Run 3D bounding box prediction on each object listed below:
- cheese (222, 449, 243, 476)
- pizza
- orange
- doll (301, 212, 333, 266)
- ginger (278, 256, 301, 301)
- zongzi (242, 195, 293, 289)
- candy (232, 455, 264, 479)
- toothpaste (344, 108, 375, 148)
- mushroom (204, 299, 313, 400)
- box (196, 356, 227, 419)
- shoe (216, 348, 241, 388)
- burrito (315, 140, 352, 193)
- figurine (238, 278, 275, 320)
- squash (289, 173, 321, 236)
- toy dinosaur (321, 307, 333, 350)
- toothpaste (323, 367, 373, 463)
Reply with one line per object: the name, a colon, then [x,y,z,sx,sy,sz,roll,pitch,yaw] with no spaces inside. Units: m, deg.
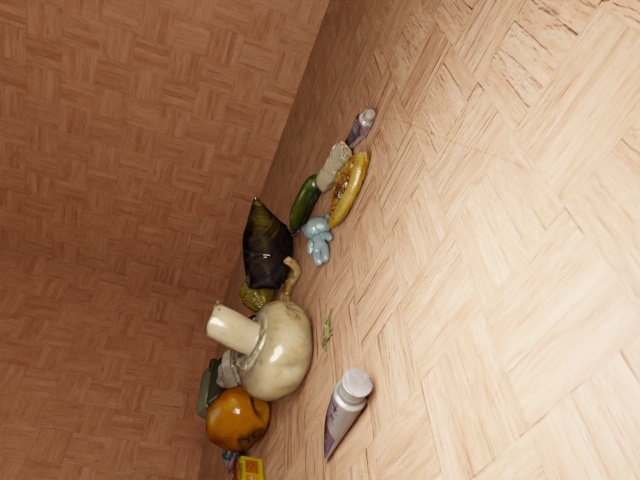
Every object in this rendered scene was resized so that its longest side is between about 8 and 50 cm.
cheese: [-0.357,0.884,2.107,0.286,0.074,0.188,-168,91,-74]
pizza: [0.074,-0.169,1.548,0.197,0.058,0.292,-92,22,-49]
orange: [-0.293,0.650,1.808,0.183,0.249,0.248,49,126,46]
doll: [0.002,0.001,1.663,0.120,0.075,0.179,-24,65,22]
ginger: [-0.125,0.205,1.907,0.089,0.075,0.287,177,104,-78]
zongzi: [-0.224,-0.071,2.108,0.403,0.208,0.432,-91,-3,-58]
candy: [-0.272,0.902,1.744,0.146,0.088,0.276,-123,50,-69]
toothpaste: [0.108,-0.341,1.620,0.301,0.048,0.075,142,136,-70]
mushroom: [-0.195,0.311,1.544,0.314,0.336,0.314,-56,16,24]
box: [-0.428,0.679,2.282,0.166,0.221,0.290,-44,27,23]
shoe: [-0.288,0.493,1.978,0.171,0.198,0.351,-96,23,-47]
burrito: [0.038,-0.239,1.733,0.082,0.059,0.275,59,155,8]
figurine: [-0.253,0.315,2.185,0.187,0.168,0.315,-40,39,18]
squash: [-0.067,-0.131,1.992,0.331,0.087,0.087,117,161,-44]
toy dinosaur: [0.017,0.248,1.431,0.060,0.029,0.119,105,171,-55]
toothpaste: [0.043,0.386,1.132,0.299,0.073,0.114,108,167,-45]
